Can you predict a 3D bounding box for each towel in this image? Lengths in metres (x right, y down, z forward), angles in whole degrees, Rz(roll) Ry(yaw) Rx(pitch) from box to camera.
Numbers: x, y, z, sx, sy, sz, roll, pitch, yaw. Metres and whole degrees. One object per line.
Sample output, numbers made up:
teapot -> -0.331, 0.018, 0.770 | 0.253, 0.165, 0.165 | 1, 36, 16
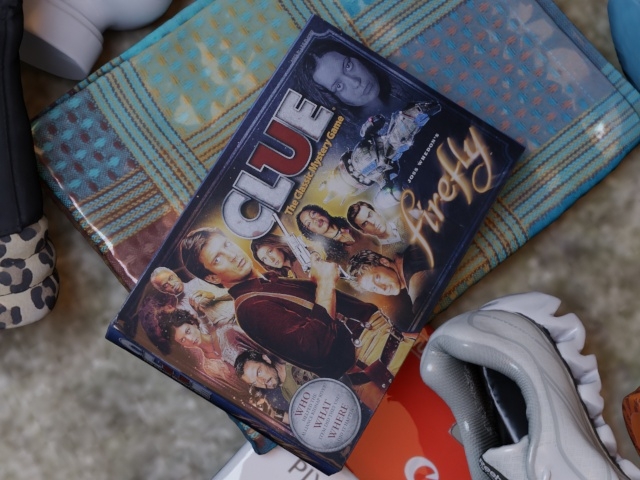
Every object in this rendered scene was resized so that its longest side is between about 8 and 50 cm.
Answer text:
towel -> 0.019, -0.074, 0.945 | 0.370, 0.040, 0.271 | -38, 85, -19

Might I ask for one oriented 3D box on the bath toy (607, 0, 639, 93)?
bath toy -> 0.376, -0.187, 0.951 | 0.348, 0.129, 0.151 | -34, 126, 4

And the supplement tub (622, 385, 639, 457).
supplement tub -> 0.303, 0.098, 0.926 | 0.190, 0.117, 0.117 | -27, 83, -8

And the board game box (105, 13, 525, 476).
board game box -> 0.000, 0.000, 0.882 | 0.165, 0.042, 0.243 | 32, 73, -2

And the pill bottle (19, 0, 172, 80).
pill bottle -> -0.139, -0.244, 0.941 | 0.146, 0.146, 0.264 | 24, 80, 1

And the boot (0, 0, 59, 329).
boot -> -0.307, -0.104, 0.886 | 0.377, 0.138, 0.284 | 8, 113, 34

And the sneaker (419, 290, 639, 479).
sneaker -> 0.157, 0.166, 0.865 | 0.110, 0.118, 0.292 | -43, 68, 26

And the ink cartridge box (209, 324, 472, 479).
ink cartridge box -> 0.068, 0.207, 0.922 | 0.275, 0.060, 0.239 | 43, 82, 4
